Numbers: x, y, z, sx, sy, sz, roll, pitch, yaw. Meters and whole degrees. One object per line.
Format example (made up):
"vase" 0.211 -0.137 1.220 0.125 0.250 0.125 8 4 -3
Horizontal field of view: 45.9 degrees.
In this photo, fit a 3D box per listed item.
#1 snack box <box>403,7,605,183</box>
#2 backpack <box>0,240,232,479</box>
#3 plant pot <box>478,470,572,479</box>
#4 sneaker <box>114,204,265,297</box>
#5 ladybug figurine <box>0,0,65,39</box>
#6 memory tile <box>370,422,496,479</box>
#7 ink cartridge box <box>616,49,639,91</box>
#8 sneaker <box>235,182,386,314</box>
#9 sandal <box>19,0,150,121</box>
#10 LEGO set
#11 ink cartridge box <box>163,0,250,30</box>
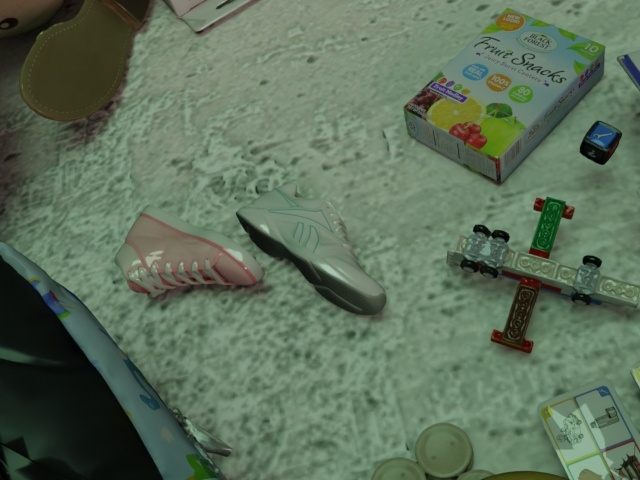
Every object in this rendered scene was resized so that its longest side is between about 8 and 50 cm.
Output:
"snack box" 0.152 -0.124 0.630 0.141 0.037 0.100 -44 57 -15
"backpack" -0.206 0.159 0.435 0.290 0.273 0.355 -39 76 -8
"plant pot" 0.114 0.179 0.385 0.134 0.095 0.134 -3 64 7
"sneaker" -0.110 0.023 0.602 0.134 0.051 0.070 22 67 32
"ladybug figurine" -0.316 -0.414 0.836 0.305 0.162 0.449 17 84 55
"memory tile" 0.054 0.192 0.460 0.148 0.012 0.113 -34 54 -8
"ink cartridge box" 0.400 -0.113 0.532 0.333 0.065 0.165 -17 54 4
"sneaker" 0.000 0.000 0.582 0.061 0.053 0.152 -42 55 -16
"sandal" -0.253 -0.194 0.793 0.079 0.088 0.240 -24 38 40
"LEGO set" 0.203 0.040 0.509 0.183 0.060 0.244 -23 65 1
"ink cartridge box" -0.143 -0.323 0.836 0.115 0.067 0.198 -35 54 -8
